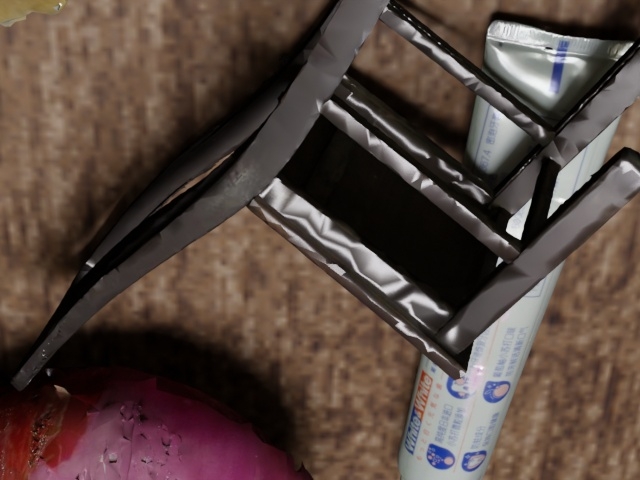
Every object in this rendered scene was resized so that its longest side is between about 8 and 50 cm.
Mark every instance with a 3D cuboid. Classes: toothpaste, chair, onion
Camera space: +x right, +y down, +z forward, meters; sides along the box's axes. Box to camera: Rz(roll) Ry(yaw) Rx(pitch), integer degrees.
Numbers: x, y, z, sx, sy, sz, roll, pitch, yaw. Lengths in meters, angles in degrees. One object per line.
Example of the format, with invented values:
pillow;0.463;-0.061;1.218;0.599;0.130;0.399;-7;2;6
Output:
toothpaste;0.059;0.019;0.657;0.052;0.033;0.218;10;129;-3
chair;0.000;0.000;0.592;0.101;0.084;0.212;37;124;-8
onion;-0.076;0.127;0.683;0.150;0.140;0.150;8;148;5

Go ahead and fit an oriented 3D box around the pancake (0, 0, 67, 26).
pancake;-0.229;-0.145;0.477;0.382;0.071;0.382;-1;134;-1
